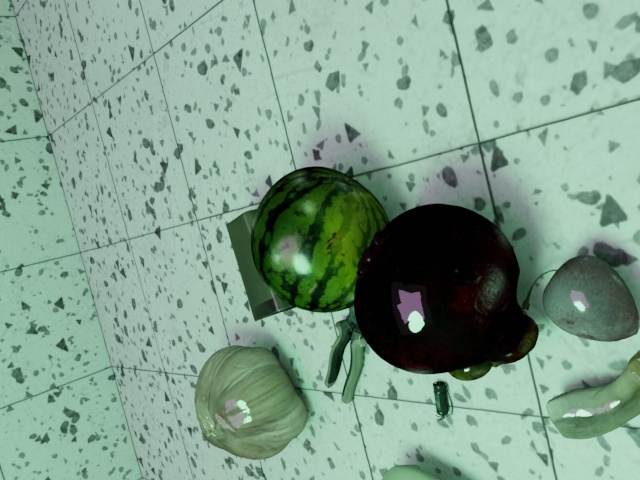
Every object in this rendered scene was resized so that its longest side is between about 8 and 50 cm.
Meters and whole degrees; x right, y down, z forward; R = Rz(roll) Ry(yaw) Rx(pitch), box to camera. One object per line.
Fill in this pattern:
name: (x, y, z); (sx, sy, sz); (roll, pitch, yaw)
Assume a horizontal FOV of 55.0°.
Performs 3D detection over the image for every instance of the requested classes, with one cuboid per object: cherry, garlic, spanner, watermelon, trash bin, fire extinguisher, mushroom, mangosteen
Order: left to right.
garlic: (-0.196, 0.424, 1.604); (0.317, 0.259, 0.318); (26, 125, 45)
trash bin: (-0.103, 0.046, 1.447); (0.122, 0.164, 0.241); (-27, 79, 48)
watermelon: (0.000, 0.000, 1.212); (0.285, 0.285, 0.285); (19, 117, 43)
spanner: (0.069, 0.235, 1.407); (0.095, 0.040, 0.325); (36, 129, 34)
fire extinguisher: (0.249, 0.329, 1.249); (0.038, 0.025, 0.083); (-3, 102, 25)
mangosteen: (0.206, 0.094, 1.020); (0.313, 0.297, 0.297); (39, 130, 23)
cherry: (0.404, 0.110, 0.950); (0.148, 0.115, 0.188); (22, 138, 12)
mushroom: (0.454, 0.241, 0.948); (0.092, 0.081, 0.223); (45, 133, 1)

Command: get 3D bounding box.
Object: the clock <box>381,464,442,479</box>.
clock: (0.247, 0.620, 1.219); (0.324, 0.108, 0.265); (12, 81, 38)
